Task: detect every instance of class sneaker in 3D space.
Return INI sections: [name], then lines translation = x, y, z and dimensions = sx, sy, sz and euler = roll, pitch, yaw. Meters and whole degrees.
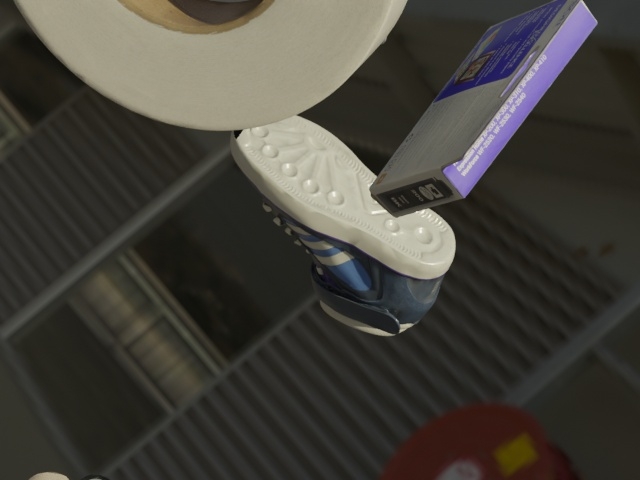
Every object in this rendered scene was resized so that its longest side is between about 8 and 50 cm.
[sneaker]
translation = 0.001, 0.000, 2.233
dimensions = 0.323, 0.130, 0.236
euler = 33, -38, 3

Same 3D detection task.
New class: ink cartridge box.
[ink cartridge box]
translation = 0.148, -0.118, 1.525
dimensions = 0.045, 0.206, 0.208
euler = 41, -17, -11

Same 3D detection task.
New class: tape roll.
[tape roll]
translation = -0.104, -0.282, 1.487
dimensions = 0.392, 0.392, 0.072
euler = 51, 34, -7

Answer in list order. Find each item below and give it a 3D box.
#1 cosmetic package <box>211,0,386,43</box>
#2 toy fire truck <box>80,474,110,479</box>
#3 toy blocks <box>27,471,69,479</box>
[cosmetic package]
translation = -0.017, -0.447, 1.874
dimensions = 0.162, 0.453, 0.230
euler = 9, 3, -40
[toy fire truck]
translation = -0.315, 0.426, 2.084
dimensions = 0.217, 0.246, 0.158
euler = 49, -50, 17
[toy blocks]
translation = -0.384, 0.327, 1.461
dimensions = 0.289, 0.309, 0.260
euler = 22, -45, 12
